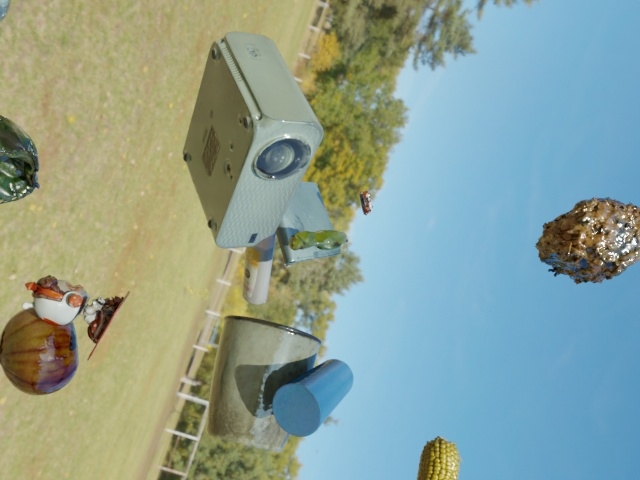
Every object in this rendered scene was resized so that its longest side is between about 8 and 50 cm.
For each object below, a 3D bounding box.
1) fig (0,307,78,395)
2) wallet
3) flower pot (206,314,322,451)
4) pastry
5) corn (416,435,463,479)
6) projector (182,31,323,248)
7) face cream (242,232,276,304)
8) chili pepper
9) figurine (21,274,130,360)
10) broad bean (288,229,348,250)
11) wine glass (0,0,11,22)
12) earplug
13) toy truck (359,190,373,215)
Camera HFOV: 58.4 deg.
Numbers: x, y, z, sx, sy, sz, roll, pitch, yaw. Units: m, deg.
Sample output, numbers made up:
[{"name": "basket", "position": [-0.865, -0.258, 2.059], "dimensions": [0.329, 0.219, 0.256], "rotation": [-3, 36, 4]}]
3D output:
[{"name": "fig", "position": [-0.746, 0.291, 1.516], "dimensions": [0.214, 0.235, 0.235], "rotation": [-34, 167, -31]}, {"name": "wallet", "position": [-0.055, -0.059, 1.685], "dimensions": [0.290, 0.054, 0.251], "rotation": [-4, 74, -61]}, {"name": "flower pot", "position": [-0.177, 0.402, 1.612], "dimensions": [0.293, 0.294, 0.330], "rotation": [129, -22, -69]}, {"name": "pastry", "position": [0.662, 0.017, 1.378], "dimensions": [0.275, 0.275, 0.192], "rotation": [117, -38, -46]}, {"name": "corn", "position": [0.253, 0.564, 1.255], "dimensions": [0.091, 0.091, 0.260], "rotation": [55, 38, -39]}, {"name": "projector", "position": [-0.113, -0.139, 0.836], "dimensions": [0.250, 0.108, 0.198], "rotation": [-58, -133, 42]}, {"name": "face cream", "position": [-0.187, 0.061, 1.727], "dimensions": [0.107, 0.073, 0.269], "rotation": [37, -51, 36]}, {"name": "chili pepper", "position": [-0.527, -0.105, 0.853], "dimensions": [0.265, 0.148, 0.116], "rotation": [-28, -166, 15]}, {"name": "figurine", "position": [-0.627, 0.160, 1.431], "dimensions": [0.160, 0.226, 0.183], "rotation": [-59, -167, 4]}, {"name": "broad bean", "position": [0.000, 0.000, 1.411], "dimensions": [0.214, 0.070, 0.048], "rotation": [-9, 116, -47]}, {"name": "wine glass", "position": [-0.481, -0.338, 0.794], "dimensions": [0.093, 0.093, 0.202], "rotation": [-65, -148, 34]}, {"name": "earplug", "position": [0.001, 0.385, 1.474], "dimensions": [0.273, 0.132, 0.132], "rotation": [-16, 132, -63]}, {"name": "toy truck", "position": [0.134, -0.108, 1.671], "dimensions": [0.083, 0.032, 0.024], "rotation": [71, 33, -41]}]
